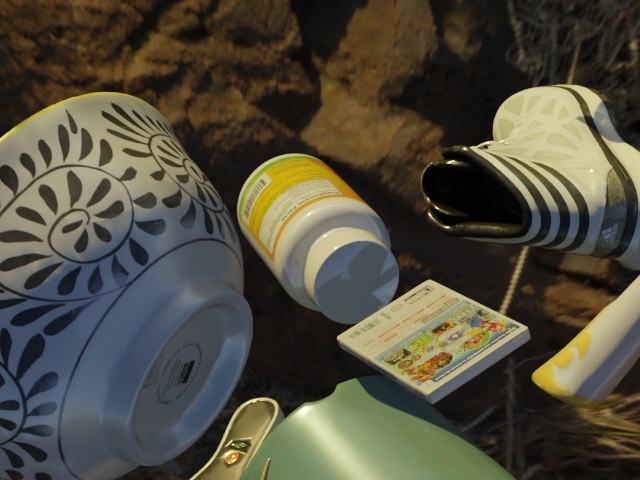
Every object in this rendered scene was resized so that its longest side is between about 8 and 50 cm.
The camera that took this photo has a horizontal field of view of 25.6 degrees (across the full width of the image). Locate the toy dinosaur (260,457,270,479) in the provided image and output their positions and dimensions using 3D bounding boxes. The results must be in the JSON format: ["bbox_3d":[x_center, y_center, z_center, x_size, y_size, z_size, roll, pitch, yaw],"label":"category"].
[{"bbox_3d":[-0.016,0.207,0.742,0.053,0.092,0.183,-15,124,21],"label":"toy dinosaur"}]

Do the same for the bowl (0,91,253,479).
[{"bbox_3d":[-0.079,0.035,0.544,0.080,0.170,0.170,27,82,24],"label":"bowl"}]

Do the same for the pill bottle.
[{"bbox_3d":[0.000,0.000,1.630,0.136,0.246,0.136,-8,115,-18],"label":"pill bottle"}]

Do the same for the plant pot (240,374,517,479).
[{"bbox_3d":[0.097,0.343,1.508,0.341,0.341,0.334,-41,53,-6],"label":"plant pot"}]

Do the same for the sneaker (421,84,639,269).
[{"bbox_3d":[0.240,-0.110,1.775,0.257,0.447,0.169,7,110,-15],"label":"sneaker"}]

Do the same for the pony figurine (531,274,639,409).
[{"bbox_3d":[0.285,-0.031,0.736,0.303,0.351,0.363,16,99,-25],"label":"pony figurine"}]

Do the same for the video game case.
[{"bbox_3d":[0.077,0.068,0.984,0.087,0.122,0.011,-31,117,-19],"label":"video game case"}]

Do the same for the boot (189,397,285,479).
[{"bbox_3d":[-0.090,0.342,1.745,0.088,0.176,0.244,4,43,34],"label":"boot"}]
